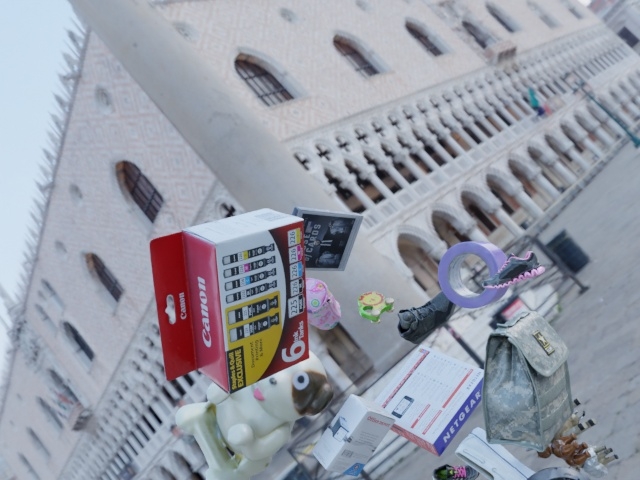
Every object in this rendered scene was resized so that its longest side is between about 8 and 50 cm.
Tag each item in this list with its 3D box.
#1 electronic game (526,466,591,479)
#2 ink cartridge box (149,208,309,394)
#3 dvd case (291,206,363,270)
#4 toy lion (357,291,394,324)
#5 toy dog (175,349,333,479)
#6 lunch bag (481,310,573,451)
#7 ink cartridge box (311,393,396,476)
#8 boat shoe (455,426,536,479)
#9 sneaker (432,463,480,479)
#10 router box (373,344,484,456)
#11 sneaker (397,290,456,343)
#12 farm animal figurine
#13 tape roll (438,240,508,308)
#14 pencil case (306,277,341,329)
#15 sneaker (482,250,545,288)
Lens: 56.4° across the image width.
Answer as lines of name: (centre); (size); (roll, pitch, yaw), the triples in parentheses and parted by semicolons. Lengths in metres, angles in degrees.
electronic game: (0.572, 0.656, 1.409); (0.229, 0.229, 0.048); (-39, -11, -11)
ink cartridge box: (-0.167, 0.121, 1.160); (0.272, 0.130, 0.309); (-18, -66, -38)
dvd case: (0.000, 0.000, 1.654); (0.239, 0.030, 0.179); (3, -67, -41)
toy lion: (0.134, 0.167, 1.539); (0.100, 0.096, 0.034); (-33, -51, -41)
toy dog: (-0.139, 0.462, 1.642); (0.396, 0.284, 0.407); (6, -46, -41)
lunch bag: (0.502, 0.324, 1.455); (0.169, 0.286, 0.235); (-5, 4, 38)
ink cartridge box: (0.090, 0.518, 1.583); (0.140, 0.082, 0.190); (33, -89, -43)
boat shoe: (0.522, 0.697, 1.685); (0.157, 0.367, 0.135); (-37, -46, -15)
sneaker: (0.465, 0.807, 2.066); (0.171, 0.063, 0.074); (-13, -35, 20)
router box: (0.389, 0.559, 2.132); (0.335, 0.082, 0.301); (-44, 36, -24)
sneaker: (0.336, 0.239, 1.925); (0.227, 0.087, 0.130); (-46, -42, 19)
farm animal figurine: (0.653, 0.523, 1.729); (0.327, 0.330, 0.172); (23, -56, -35)
tape roll: (0.436, 0.096, 1.693); (0.080, 0.189, 0.189); (-3, -37, -51)
pencil case: (-0.006, 0.212, 1.951); (0.124, 0.124, 0.284); (-40, -22, -6)
sneaker: (0.358, 0.055, 1.127); (0.120, 0.057, 0.047); (-20, -1, 2)
